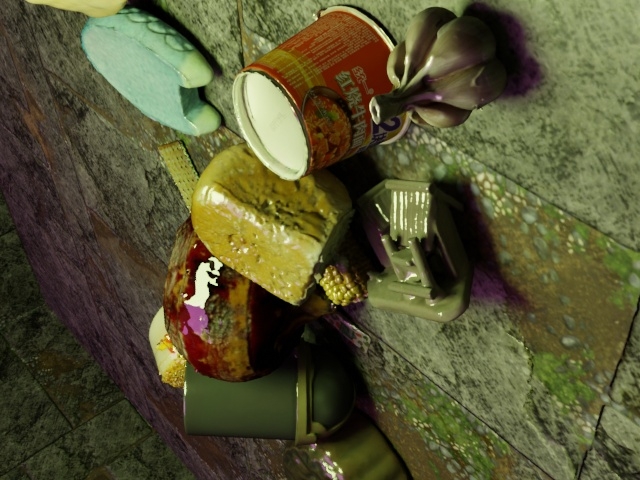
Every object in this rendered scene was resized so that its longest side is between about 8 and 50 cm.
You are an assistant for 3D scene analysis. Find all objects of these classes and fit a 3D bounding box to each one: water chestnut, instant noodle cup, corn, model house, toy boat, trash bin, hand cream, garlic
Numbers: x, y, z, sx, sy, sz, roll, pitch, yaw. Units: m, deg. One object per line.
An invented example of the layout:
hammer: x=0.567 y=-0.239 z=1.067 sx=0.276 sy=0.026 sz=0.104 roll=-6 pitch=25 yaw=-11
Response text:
water chestnut: x=-0.110 y=0.082 z=1.450 sx=0.302 sy=0.350 sz=0.350 roll=10 pitch=132 yaw=19
instant noodle cup: x=-0.008 y=-0.191 z=1.110 sx=0.213 sy=0.174 sz=0.213 roll=40 pitch=148 yaw=31
corn: x=0.001 y=-0.025 z=1.352 sx=0.101 sy=0.101 sz=0.292 roll=-14 pitch=105 yaw=61
model house: x=0.127 y=0.000 z=1.143 sx=0.229 sy=0.122 sz=0.188 roll=12 pitch=124 yaw=61
toy boat: x=-0.309 y=-0.343 z=1.553 sx=0.330 sy=0.123 sz=0.215 roll=30 pitch=151 yaw=24
trash bin: x=-0.095 y=0.296 z=1.612 sx=0.214 sy=0.333 sz=0.214 roll=-177 pitch=90 yaw=-88
hand cream: x=0.031 y=0.151 z=1.556 sx=0.165 sy=0.037 sz=0.057 roll=40 pitch=148 yaw=20
garlic: x=0.119 y=-0.185 z=0.906 sx=0.131 sy=0.194 sz=0.127 roll=60 pitch=144 yaw=8

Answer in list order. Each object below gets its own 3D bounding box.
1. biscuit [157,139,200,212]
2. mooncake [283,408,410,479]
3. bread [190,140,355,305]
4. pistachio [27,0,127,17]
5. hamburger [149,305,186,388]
biscuit: x=-0.287 y=-0.113 z=1.817 sx=0.139 sy=0.016 sz=0.231 roll=-1 pitch=118 yaw=59
mooncake: x=0.047 y=0.499 z=1.737 sx=0.290 sy=0.161 sz=0.290 roll=38 pitch=144 yaw=34
bread: x=-0.056 y=-0.033 z=1.225 sx=0.246 sy=0.176 sz=0.195 roll=31 pitch=149 yaw=7
pistachio: x=-0.429 y=-0.511 z=1.425 sx=0.321 sy=0.229 sz=0.238 roll=21 pitch=159 yaw=30
hamburger: x=-0.239 y=0.219 z=1.800 sx=0.179 sy=0.276 sz=0.294 roll=59 pitch=166 yaw=25
